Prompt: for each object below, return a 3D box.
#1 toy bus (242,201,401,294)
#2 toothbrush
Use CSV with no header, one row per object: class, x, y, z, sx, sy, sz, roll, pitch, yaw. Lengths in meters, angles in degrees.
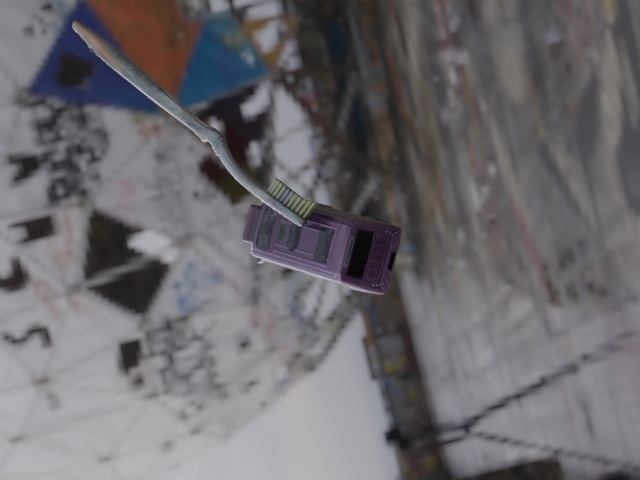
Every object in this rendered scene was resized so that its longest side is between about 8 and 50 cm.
toy bus,0.000,0.000,2.029,0.178,0.098,0.087,16,94,49
toothbrush,-0.148,-0.134,2.033,0.375,0.037,0.028,39,-174,20
